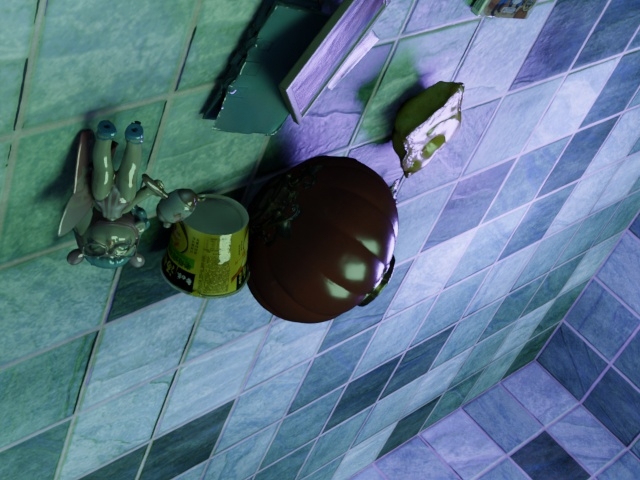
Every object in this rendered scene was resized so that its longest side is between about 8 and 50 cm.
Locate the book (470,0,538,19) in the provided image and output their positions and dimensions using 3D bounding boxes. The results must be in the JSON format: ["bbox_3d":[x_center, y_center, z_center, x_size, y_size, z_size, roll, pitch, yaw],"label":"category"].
[{"bbox_3d":[0.394,-0.518,2.005,0.202,0.027,0.264,-11,140,-52],"label":"book"}]

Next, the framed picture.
[{"bbox_3d":[0.026,-0.295,1.642,0.250,0.016,0.184,-53,170,-6],"label":"framed picture"}]

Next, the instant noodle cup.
[{"bbox_3d":[-0.182,0.003,1.793,0.151,0.151,0.122,-25,138,-39],"label":"instant noodle cup"}]

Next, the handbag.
[{"bbox_3d":[-0.075,-0.257,1.635,0.144,0.057,0.221,-3,133,-52],"label":"handbag"}]

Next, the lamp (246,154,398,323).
[{"bbox_3d":[0.000,0.000,1.906,0.303,0.257,0.303,-46,-160,22],"label":"lamp"}]

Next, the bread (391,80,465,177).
[{"bbox_3d":[0.200,-0.216,2.120,0.161,0.088,0.233,-35,158,-9],"label":"bread"}]

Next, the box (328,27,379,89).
[{"bbox_3d":[0.037,-0.299,1.769,0.117,0.036,0.050,-45,157,3],"label":"box"}]

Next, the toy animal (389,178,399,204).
[{"bbox_3d":[0.105,-0.041,2.272,0.202,0.070,0.105,-54,171,6],"label":"toy animal"}]

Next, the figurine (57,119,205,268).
[{"bbox_3d":[-0.270,-0.066,1.547,0.205,0.103,0.260,-4,136,-20],"label":"figurine"}]
